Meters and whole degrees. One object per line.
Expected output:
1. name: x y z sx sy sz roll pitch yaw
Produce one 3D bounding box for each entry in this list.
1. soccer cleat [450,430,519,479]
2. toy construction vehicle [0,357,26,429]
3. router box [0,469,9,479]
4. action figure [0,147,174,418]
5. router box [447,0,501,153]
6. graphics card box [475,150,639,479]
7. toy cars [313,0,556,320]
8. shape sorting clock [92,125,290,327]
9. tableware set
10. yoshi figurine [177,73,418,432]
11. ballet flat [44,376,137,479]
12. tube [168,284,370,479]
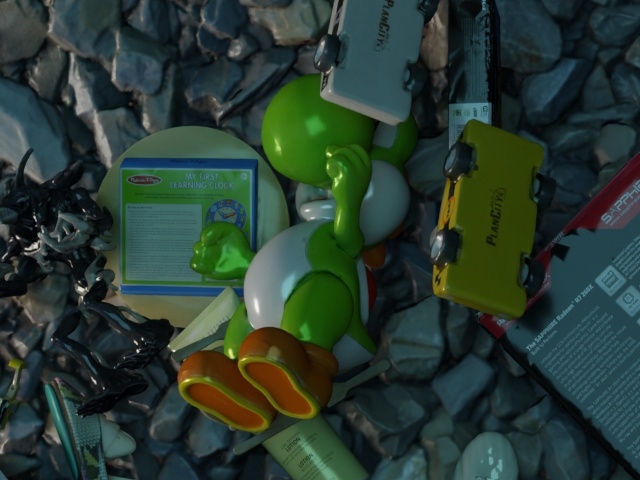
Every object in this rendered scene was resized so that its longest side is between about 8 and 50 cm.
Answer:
1. soccer cleat: 0.143 0.278 1.832 0.068 0.076 0.196 19 85 11
2. toy construction vehicle: -0.352 0.160 1.952 0.086 0.035 0.098 14 82 22
3. router box: -0.381 0.396 1.803 0.335 0.082 0.301 -32 75 -34
4. action figure: -0.262 0.029 1.882 0.164 0.141 0.275 -47 68 27
5. router box: 0.152 -0.148 1.862 0.046 0.133 0.179 -1 82 9
6. graphics card box: 0.359 0.126 1.812 0.233 0.094 0.371 -46 77 0
7. toy cars: 0.094 -0.096 1.748 0.176 0.087 0.393 -21 75 -32
8. shape sorting clock: -0.132 -0.014 1.934 0.206 0.040 0.206 1 94 11
9. tableware set: -0.037 0.113 1.859 0.194 0.039 0.128 -29 72 -22
10. yoshi figurine: -0.024 -0.014 1.804 0.204 0.203 0.362 16 58 12
11. ballet flat: -0.218 0.241 1.903 0.079 0.077 0.221 -11 85 -11
12. tube: -0.050 0.164 1.889 0.070 0.062 0.240 -33 74 -26
